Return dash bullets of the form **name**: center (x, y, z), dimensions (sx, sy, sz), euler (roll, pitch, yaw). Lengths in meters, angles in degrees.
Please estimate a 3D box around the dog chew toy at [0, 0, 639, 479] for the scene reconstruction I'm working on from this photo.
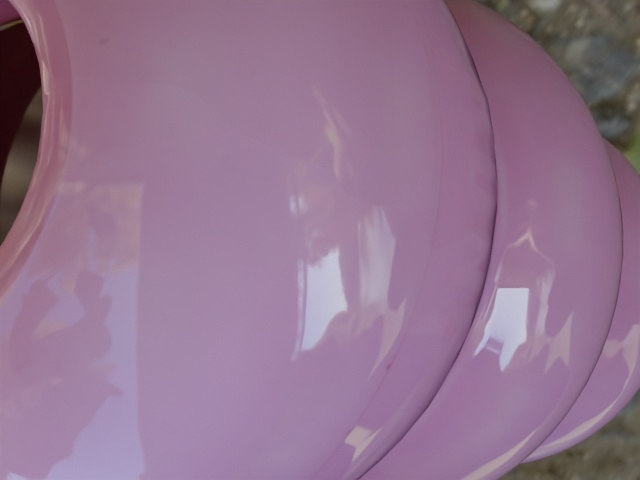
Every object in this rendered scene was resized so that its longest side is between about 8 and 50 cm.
- **dog chew toy**: center (0.000, 0.000, 0.624), dimensions (0.207, 0.332, 0.206), euler (-9, 75, 37)
